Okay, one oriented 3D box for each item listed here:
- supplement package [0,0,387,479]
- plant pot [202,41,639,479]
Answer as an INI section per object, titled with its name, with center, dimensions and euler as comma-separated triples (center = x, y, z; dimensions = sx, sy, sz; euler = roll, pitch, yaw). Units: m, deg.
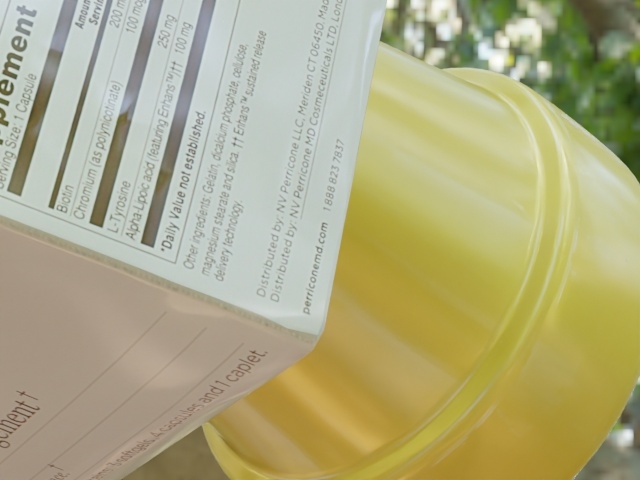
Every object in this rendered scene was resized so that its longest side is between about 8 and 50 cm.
[supplement package]
center = -0.118, -0.042, 0.448
dimensions = 0.203, 0.149, 0.194
euler = 22, -31, -19
[plant pot]
center = 0.000, 0.000, 0.976
dimensions = 0.254, 0.254, 0.239
euler = -18, -40, 39
